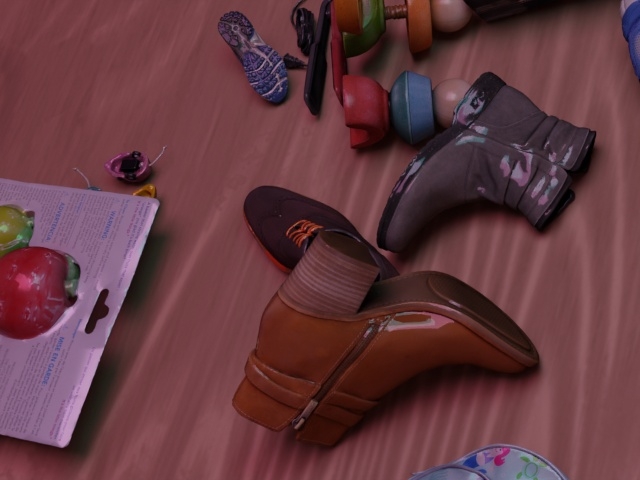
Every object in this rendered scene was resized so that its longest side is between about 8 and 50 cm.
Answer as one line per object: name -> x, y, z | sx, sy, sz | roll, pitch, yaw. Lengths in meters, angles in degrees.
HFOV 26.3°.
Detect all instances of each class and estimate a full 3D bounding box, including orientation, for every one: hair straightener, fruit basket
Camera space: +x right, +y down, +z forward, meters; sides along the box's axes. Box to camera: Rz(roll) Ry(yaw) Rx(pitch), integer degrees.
hair straightener -> -0.013, -0.254, 1.745 | 0.089, 0.047, 0.230 | -13, 57, 16
fruit basket -> -0.396, 0.074, 1.670 | 0.353, 0.165, 0.327 | 10, 66, 17

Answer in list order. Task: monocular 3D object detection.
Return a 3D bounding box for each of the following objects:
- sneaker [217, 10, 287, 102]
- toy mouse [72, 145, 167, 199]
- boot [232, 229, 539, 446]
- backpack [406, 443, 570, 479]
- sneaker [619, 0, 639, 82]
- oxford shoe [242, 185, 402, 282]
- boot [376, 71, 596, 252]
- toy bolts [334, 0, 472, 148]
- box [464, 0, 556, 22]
sneaker -> -0.080, -0.232, 1.761 | 0.052, 0.058, 0.135 | -30, 77, 1
toy mouse -> -0.261, -0.062, 1.749 | 0.143, 0.031, 0.161 | 21, 71, 31
boot -> 0.065, 0.135, 1.431 | 0.220, 0.284, 0.109 | -62, 21, 19
backpack -> 0.144, 0.313, 1.266 | 0.254, 0.191, 0.225 | -27, 53, 0
sneaker -> 0.495, -0.220, 1.477 | 0.330, 0.130, 0.147 | -7, 73, 23
oxford shoe -> 0.000, 0.000, 1.557 | 0.271, 0.098, 0.097 | 35, 79, 35
boot -> 0.186, -0.058, 1.516 | 0.161, 0.083, 0.246 | 36, 83, 16
toy bolts -> 0.104, -0.230, 1.604 | 0.159, 0.218, 0.228 | -4, 78, 5
box -> 0.301, -0.494, 1.638 | 0.318, 0.097, 0.394 | -13, 74, 25
